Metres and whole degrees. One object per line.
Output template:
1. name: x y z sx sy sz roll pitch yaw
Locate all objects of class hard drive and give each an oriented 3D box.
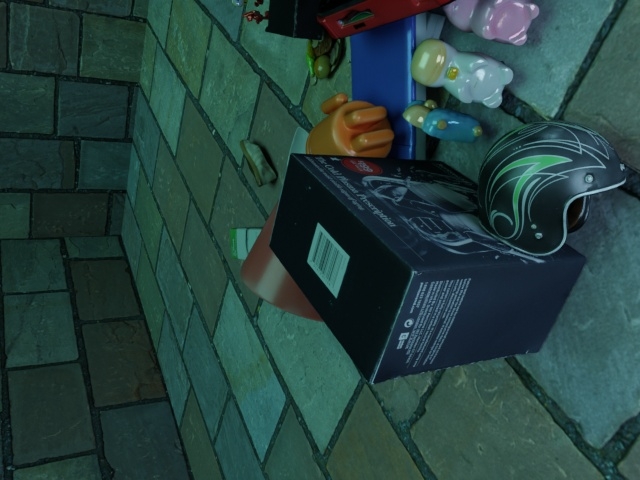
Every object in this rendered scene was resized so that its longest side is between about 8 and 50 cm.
1. hard drive: 0.122 -0.317 1.062 0.210 0.040 0.318 26 122 60

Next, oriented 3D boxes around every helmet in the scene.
1. helmet: 0.294 -0.077 0.740 0.169 0.170 0.161 49 134 47

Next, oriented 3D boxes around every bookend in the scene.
1. bookend: -0.057 -0.541 1.277 0.157 0.072 0.156 37 127 53

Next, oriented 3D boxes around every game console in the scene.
1. game console: 0.163 -0.493 0.893 0.387 0.060 0.341 15 74 58

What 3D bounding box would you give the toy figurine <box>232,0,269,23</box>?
1. toy figurine: -0.105 -0.763 1.454 0.217 0.191 0.362 -4 94 30

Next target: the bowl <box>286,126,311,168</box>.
1. bowl: -0.024 -0.192 1.387 0.142 0.053 0.142 53 134 45

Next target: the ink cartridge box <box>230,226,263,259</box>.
1. ink cartridge box: -0.127 0.007 1.477 0.208 0.153 0.086 3 95 61

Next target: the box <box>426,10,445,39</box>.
1. box: 0.150 -0.381 1.092 0.186 0.038 0.145 49 133 46

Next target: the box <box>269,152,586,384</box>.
1. box: 0.140 0.016 0.862 0.343 0.313 0.178 48 131 47

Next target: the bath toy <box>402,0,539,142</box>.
1. bath toy: 0.240 -0.330 0.857 0.129 0.152 0.348 -98 27 -58

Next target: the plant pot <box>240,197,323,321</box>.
1. plant pot: 0.000 0.000 1.177 0.275 0.275 0.243 40 114 52

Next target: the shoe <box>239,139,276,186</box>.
1. shoe: -0.185 -0.233 1.670 0.076 0.058 0.219 73 172 -46

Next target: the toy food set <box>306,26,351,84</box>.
1. toy food set: 0.007 -0.448 1.327 0.192 0.039 0.132 -9 88 59

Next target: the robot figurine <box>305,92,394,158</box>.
1. robot figurine: 0.050 -0.181 1.067 0.128 0.158 0.219 -58 16 -20
